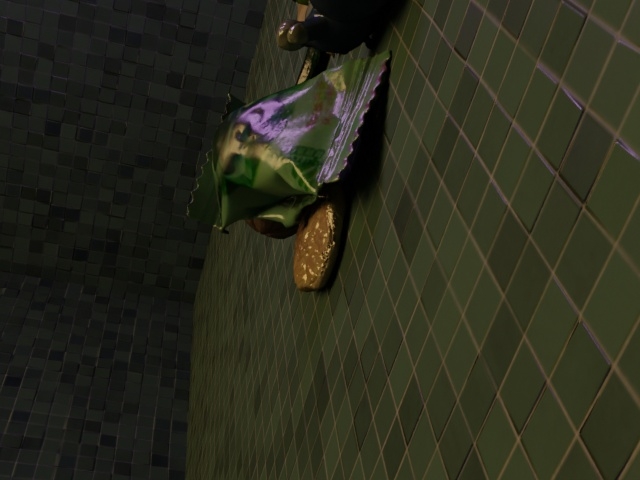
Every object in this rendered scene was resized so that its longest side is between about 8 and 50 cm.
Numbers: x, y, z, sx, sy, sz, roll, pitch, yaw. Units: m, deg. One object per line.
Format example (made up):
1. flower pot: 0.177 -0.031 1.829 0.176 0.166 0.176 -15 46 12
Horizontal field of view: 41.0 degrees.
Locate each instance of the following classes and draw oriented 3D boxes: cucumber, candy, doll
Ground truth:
1. cucumber: -0.012 -0.392 1.861 0.056 0.056 0.284 -98 27 -56
2. candy: -0.051 -0.164 1.442 0.398 0.172 0.262 -16 59 53
3. doll: 0.040 -0.408 1.381 0.228 0.154 0.258 -46 -11 -21

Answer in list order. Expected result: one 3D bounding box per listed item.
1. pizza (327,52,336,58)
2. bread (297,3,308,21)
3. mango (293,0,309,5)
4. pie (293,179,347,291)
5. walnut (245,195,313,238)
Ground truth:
1. pizza: 0.037 -0.490 1.693 0.226 0.069 0.147 115 159 -48
2. bread: -0.003 -0.574 1.957 0.178 0.060 0.139 117 159 -51
3. mango: -0.009 -0.513 1.591 0.233 0.111 0.125 172 106 -73
4. pie: -0.003 -0.001 1.484 0.185 0.052 0.218 -89 18 -46
5. walnut: -0.080 -0.116 1.672 0.178 0.178 0.230 145 136 -72
